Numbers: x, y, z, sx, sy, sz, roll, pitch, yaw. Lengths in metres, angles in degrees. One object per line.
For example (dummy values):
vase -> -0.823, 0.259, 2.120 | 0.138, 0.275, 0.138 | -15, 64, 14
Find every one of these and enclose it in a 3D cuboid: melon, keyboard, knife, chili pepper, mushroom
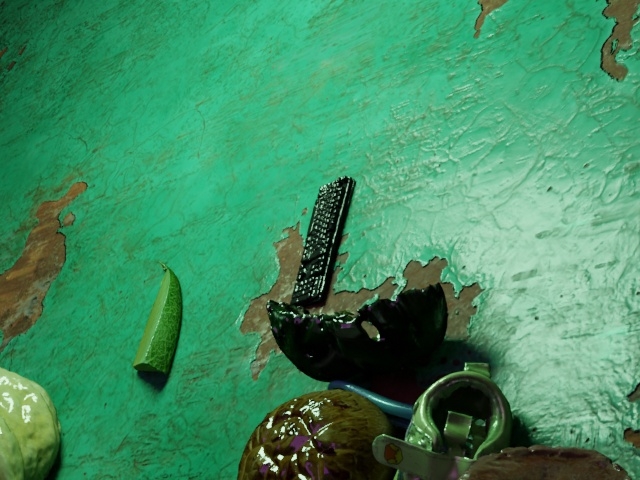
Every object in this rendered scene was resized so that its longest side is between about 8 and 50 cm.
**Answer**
melon -> -0.279, 0.135, 2.069 | 0.114, 0.053, 0.261 | -48, 27, 39
keyboard -> -0.001, 0.000, 1.875 | 0.072, 0.023, 0.231 | -17, 48, 43
knife -> 0.087, 0.221, 1.546 | 0.222, 0.064, 0.031 | 9, 49, 49
chili pepper -> 0.052, 0.132, 1.587 | 0.264, 0.148, 0.116 | -17, 31, 33
mushroom -> -0.009, 0.305, 1.504 | 0.253, 0.153, 0.253 | -31, 44, 35

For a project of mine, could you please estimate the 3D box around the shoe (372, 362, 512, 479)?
shoe -> 0.140, 0.261, 1.375 | 0.140, 0.128, 0.262 | 8, 55, 27

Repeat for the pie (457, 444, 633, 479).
pie -> 0.236, 0.287, 1.225 | 0.204, 0.054, 0.218 | -4, 30, -4

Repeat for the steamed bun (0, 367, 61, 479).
steamed bun -> -0.615, 0.377, 2.068 | 0.325, 0.230, 0.372 | -25, 45, 38
